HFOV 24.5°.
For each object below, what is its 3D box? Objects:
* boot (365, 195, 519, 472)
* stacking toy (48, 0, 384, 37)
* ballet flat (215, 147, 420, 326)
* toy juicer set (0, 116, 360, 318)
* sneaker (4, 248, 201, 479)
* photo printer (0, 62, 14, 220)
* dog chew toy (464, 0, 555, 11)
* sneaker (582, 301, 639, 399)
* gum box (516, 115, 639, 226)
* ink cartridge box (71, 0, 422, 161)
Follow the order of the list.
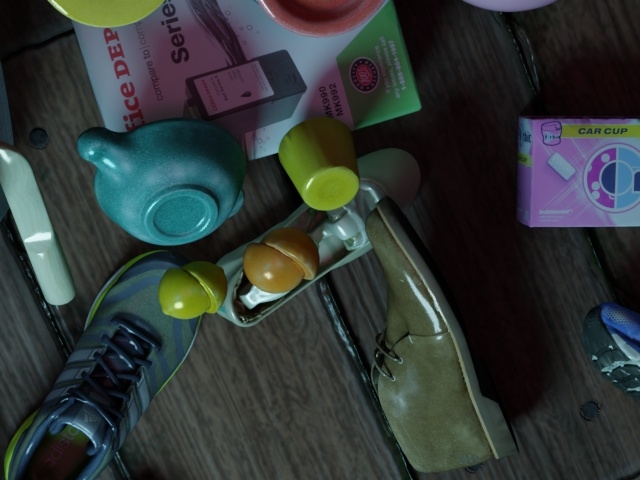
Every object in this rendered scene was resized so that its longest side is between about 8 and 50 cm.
[{"bbox_3d":[0.091,0.103,1.435,0.115,0.112,0.305,-20,113,8],"label":"boot"},{"bbox_3d":[-0.080,-0.318,1.230,0.309,0.130,0.279,5,112,-16],"label":"stacking toy"},{"bbox_3d":[0.000,0.000,1.437,0.248,0.086,0.086,-37,100,-1],"label":"ballet flat"},{"bbox_3d":[-0.139,-0.023,1.311,0.329,0.089,0.209,0,134,-20],"label":"toy juicer set"},{"bbox_3d":[-0.204,0.146,1.412,0.111,0.121,0.300,29,93,-10],"label":"sneaker"},{"bbox_3d":[-0.336,-0.125,1.266,0.107,0.307,0.256,-9,102,-4],"label":"photo printer"},{"bbox_3d":[0.249,-0.338,1.370,0.332,0.206,0.206,-18,99,-12],"label":"dog chew toy"},{"bbox_3d":[0.421,0.113,1.494,0.330,0.130,0.147,17,81,-12],"label":"sneaker"},{"bbox_3d":[0.294,-0.070,1.470,0.188,0.062,0.107,0,98,-6],"label":"gum box"},{"bbox_3d":[-0.076,-0.181,1.383,0.289,0.121,0.211,-18,100,-4],"label":"ink cartridge box"}]
